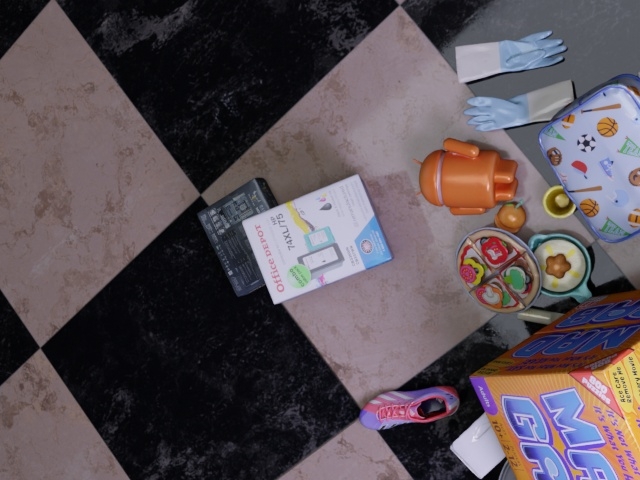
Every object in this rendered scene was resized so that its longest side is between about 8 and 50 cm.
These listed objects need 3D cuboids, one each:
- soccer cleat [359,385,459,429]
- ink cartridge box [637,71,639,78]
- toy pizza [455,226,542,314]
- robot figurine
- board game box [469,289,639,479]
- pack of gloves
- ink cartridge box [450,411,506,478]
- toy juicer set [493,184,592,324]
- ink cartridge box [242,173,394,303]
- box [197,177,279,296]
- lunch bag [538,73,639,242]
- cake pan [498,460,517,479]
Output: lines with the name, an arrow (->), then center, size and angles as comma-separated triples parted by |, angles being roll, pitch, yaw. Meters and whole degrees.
soccer cleat -> 0.193, 0.381, 1.931 | 0.248, 0.095, 0.083 | -16, 89, 22
ink cartridge box -> 0.794, -0.277, 1.643 | 0.333, 0.065, 0.165 | -8, 93, 24
toy pizza -> 0.369, 0.069, 1.811 | 0.201, 0.032, 0.201 | 19, 123, 32
robot figurine -> 0.305, -0.133, 1.819 | 0.220, 0.158, 0.128 | 3, 74, 22
board game box -> 0.563, 0.312, 1.524 | 0.356, 0.356, 0.356 | 65, 153, -2
pack of gloves -> 0.411, -0.333, 1.813 | 0.232, 0.046, 0.194 | -7, 81, 19
ink cartridge box -> 0.380, 0.388, 1.788 | 0.092, 0.219, 0.160 | 46, 110, 16
toy juicer set -> 0.460, 0.060, 1.796 | 0.209, 0.089, 0.328 | -12, 91, 22
ink cartridge box -> 0.000, 0.000, 1.882 | 0.270, 0.197, 0.198 | -22, 87, 6
box -> -0.166, -0.008, 2.056 | 0.183, 0.059, 0.232 | -30, 83, 21
lunch bag -> 0.591, -0.155, 1.663 | 0.243, 0.115, 0.303 | -34, 92, 38
cake pan -> 0.510, 0.513, 1.761 | 0.293, 0.054, 0.293 | -3, 108, -8
